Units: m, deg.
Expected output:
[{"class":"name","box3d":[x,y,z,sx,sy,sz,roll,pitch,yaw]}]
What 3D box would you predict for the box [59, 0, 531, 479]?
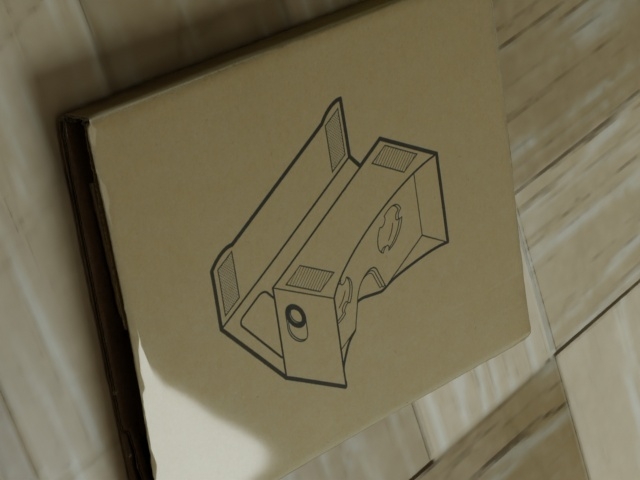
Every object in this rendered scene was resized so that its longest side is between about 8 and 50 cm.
[{"class":"box","box3d":[0.000,0.000,0.737,0.201,0.021,0.164,-26,116,-38]}]
